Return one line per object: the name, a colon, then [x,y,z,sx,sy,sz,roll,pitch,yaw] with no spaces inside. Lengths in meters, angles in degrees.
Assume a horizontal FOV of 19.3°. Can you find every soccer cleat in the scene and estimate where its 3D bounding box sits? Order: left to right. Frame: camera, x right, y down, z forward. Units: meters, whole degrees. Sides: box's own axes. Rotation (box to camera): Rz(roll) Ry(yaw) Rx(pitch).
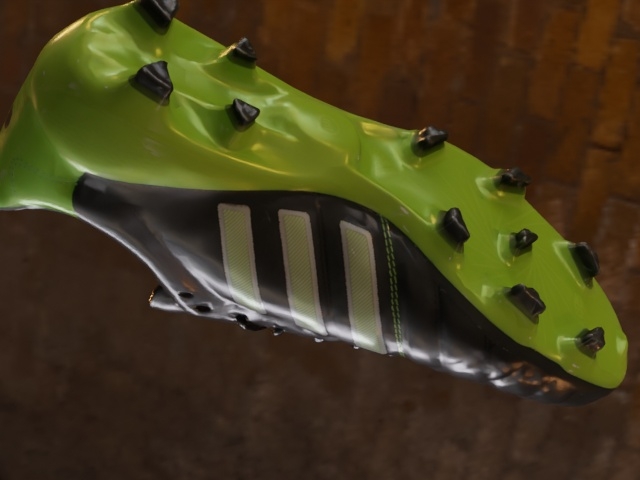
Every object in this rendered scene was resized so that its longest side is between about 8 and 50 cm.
soccer cleat: [0.000,0.000,0.488,0.072,0.179,0.060,-44,-152,38]
